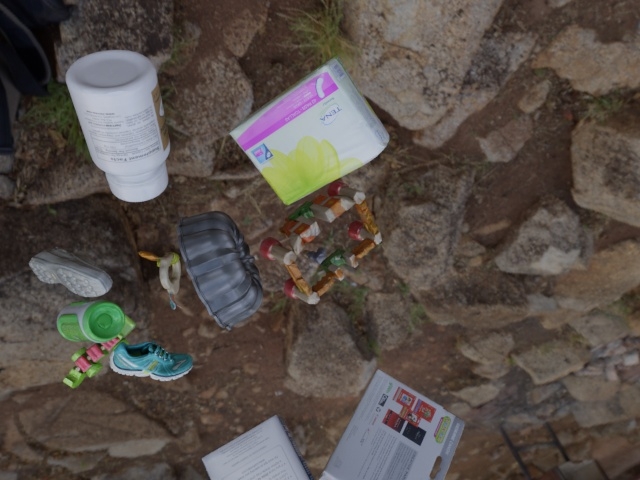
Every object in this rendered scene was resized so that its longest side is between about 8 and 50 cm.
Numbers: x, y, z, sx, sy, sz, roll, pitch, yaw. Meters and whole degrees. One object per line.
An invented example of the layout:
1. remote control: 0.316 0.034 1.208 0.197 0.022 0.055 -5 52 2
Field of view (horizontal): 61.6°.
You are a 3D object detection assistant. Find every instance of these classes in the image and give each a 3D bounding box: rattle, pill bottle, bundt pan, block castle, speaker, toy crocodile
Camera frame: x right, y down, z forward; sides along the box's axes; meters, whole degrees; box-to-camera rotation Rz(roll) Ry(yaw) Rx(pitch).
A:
1. rattle: -0.555 0.141 1.858 0.143 0.130 0.199 -2 108 -7
2. pill bottle: -0.320 -0.180 0.885 0.131 0.131 0.229 -14 140 -16
3. bundt pan: -0.250 0.064 1.432 0.124 0.330 0.331 -23 143 2
4. block castle: 0.000 0.000 2.114 0.453 0.213 0.303 -42 124 -19
5. speaker: -0.696 0.244 1.618 0.131 0.131 0.297 11 166 -39
6. toy crocodile: -0.879 0.438 2.136 0.340 0.115 0.105 -44 178 -10

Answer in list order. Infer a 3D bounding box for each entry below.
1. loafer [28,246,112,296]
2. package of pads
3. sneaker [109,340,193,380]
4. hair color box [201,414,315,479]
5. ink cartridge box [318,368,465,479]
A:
1. loafer: -0.671 0.074 1.472 0.111 0.320 0.112 -48 138 -38
2. package of pads: -0.021 -0.233 1.207 0.297 0.101 0.229 -27 111 29
3. sneaker: -0.551 0.394 1.783 0.275 0.107 0.110 12 116 -31
4. hair color box: -0.075 0.543 1.053 0.174 0.347 0.105 -28 159 -7
5. ink cartridge box: 0.190 0.550 1.408 0.309 0.272 0.130 -54 167 -32
